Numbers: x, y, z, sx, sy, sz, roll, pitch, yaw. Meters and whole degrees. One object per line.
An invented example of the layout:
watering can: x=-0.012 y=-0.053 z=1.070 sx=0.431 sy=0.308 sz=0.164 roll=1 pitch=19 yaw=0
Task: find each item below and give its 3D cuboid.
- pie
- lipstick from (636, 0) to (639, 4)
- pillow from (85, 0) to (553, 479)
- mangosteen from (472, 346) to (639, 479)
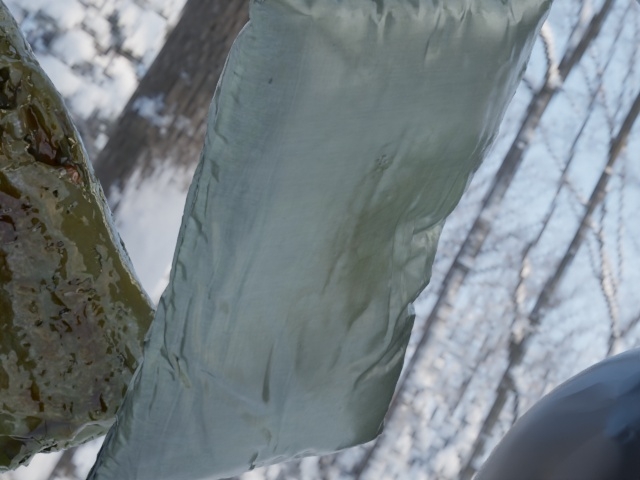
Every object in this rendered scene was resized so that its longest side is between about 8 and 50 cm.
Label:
pie: x=-0.160 y=-0.021 z=0.624 sx=0.282 sy=0.128 sz=0.068 roll=65 pitch=15 yaw=-4
lipstick: x=0.151 y=-0.184 z=0.699 sx=0.051 sy=0.051 sz=0.312 roll=-21 pitch=-22 yaw=26
pillow: x=0.000 y=0.000 z=0.495 sx=0.050 sy=0.148 sz=0.230 roll=41 pitch=-52 yaw=30
mangosteen: x=0.280 y=0.274 z=0.887 sx=0.382 sy=0.382 sz=0.435 roll=44 pitch=1 yaw=-43
